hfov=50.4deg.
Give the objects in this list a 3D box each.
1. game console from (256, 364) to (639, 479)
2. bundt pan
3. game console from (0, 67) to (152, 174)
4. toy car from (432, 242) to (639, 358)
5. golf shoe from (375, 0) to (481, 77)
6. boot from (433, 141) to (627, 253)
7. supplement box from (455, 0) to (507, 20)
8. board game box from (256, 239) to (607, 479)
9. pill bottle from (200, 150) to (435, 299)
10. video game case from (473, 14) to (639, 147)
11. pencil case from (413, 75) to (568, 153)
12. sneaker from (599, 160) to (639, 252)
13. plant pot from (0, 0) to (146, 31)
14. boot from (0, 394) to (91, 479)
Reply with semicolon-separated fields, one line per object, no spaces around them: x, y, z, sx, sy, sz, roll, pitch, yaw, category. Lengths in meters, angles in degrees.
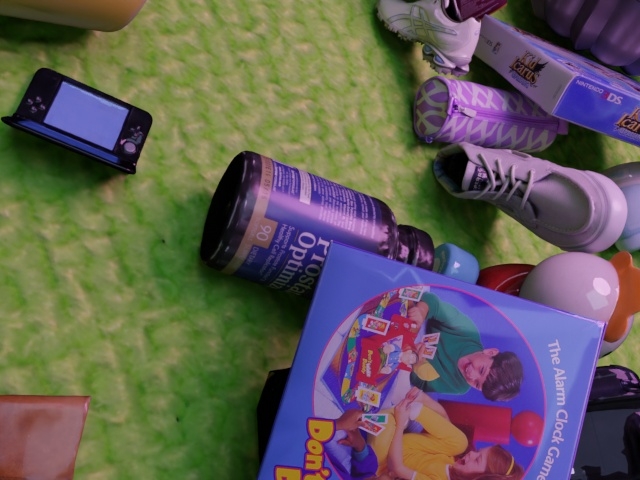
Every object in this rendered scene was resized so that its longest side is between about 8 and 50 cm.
0.125;0.201;0.618;0.361;0.044;0.213;-8;79;1;game console
0.460;-0.359;1.037;0.330;0.124;0.331;15;41;-13;bundt pan
-0.226;-0.116;0.651;0.122;0.071;0.107;23;61;-19;game console
0.240;0.097;0.710;0.219;0.238;0.210;29;60;-14;toy car
0.143;-0.289;0.881;0.069;0.086;0.176;-9;46;-41;golf shoe
0.220;-0.055;0.780;0.123;0.258;0.095;9;101;-17;boot
0.193;-0.368;0.904;0.081;0.188;0.104;-29;83;11;supplement box
0.068;0.201;0.558;0.233;0.078;0.347;17;81;5;board game box
0.000;0.000;0.692;0.219;0.123;0.123;19;63;-20;pill bottle
0.368;-0.206;0.928;0.269;0.061;0.244;13;27;-24;video game case
0.220;-0.164;0.893;0.206;0.088;0.086;1;89;-29;pencil case
0.564;-0.011;1.002;0.366;0.135;0.150;6;75;-16;sneaker
-0.278;-0.309;0.615;0.239;0.254;0.254;13;64;-41;plant pot
-0.312;0.111;0.500;0.280;0.096;0.264;12;65;-24;boot
